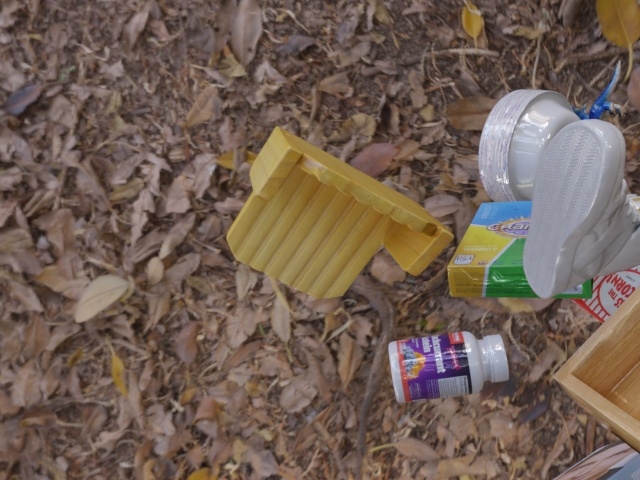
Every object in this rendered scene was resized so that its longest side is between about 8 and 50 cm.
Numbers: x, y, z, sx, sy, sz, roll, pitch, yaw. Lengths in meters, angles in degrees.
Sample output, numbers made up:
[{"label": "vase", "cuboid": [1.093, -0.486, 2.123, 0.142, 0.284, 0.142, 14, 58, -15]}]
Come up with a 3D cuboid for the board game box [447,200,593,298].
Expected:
[{"label": "board game box", "cuboid": [0.398, 0.008, 1.262, 0.242, 0.316, 0.064, -2, 113, 26]}]

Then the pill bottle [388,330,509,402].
[{"label": "pill bottle", "cuboid": [0.220, 0.216, 1.145, 0.193, 0.108, 0.108, -9, 91, 7]}]

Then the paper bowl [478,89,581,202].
[{"label": "paper bowl", "cuboid": [0.515, -0.209, 1.560, 0.148, 0.284, 0.285, 20, 103, 50]}]

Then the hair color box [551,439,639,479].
[{"label": "hair color box", "cuboid": [0.316, 0.338, 0.772, 0.114, 0.374, 0.185, 63, 143, 19]}]

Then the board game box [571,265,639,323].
[{"label": "board game box", "cuboid": [0.588, 0.079, 1.229, 0.146, 0.045, 0.194, 39, 114, 20]}]

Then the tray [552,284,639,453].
[{"label": "tray", "cuboid": [0.423, 0.036, 0.577, 0.411, 0.203, 0.076, -45, 113, -1]}]

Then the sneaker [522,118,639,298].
[{"label": "sneaker", "cuboid": [0.370, -0.051, 0.849, 0.169, 0.293, 0.108, -15, 52, -9]}]

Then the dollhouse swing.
[{"label": "dollhouse swing", "cuboid": [0.000, 0.000, 1.297, 0.346, 0.315, 0.305, 28, 102, -17]}]

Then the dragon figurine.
[{"label": "dragon figurine", "cuboid": [0.666, -0.294, 1.637, 0.144, 0.085, 0.289, 12, 111, 43]}]
